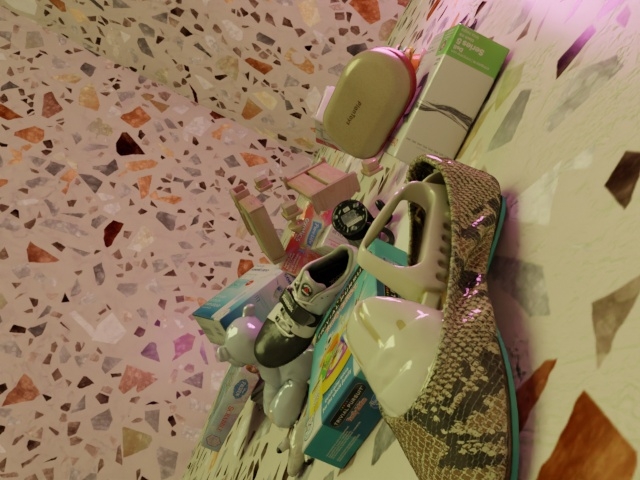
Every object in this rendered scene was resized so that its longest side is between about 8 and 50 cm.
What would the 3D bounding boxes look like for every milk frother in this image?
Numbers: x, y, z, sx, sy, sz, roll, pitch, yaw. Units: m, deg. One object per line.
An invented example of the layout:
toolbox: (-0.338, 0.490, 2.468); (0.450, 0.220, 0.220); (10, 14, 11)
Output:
milk frother: (0.108, -0.010, 1.267); (0.135, 0.129, 0.143); (41, -142, -64)

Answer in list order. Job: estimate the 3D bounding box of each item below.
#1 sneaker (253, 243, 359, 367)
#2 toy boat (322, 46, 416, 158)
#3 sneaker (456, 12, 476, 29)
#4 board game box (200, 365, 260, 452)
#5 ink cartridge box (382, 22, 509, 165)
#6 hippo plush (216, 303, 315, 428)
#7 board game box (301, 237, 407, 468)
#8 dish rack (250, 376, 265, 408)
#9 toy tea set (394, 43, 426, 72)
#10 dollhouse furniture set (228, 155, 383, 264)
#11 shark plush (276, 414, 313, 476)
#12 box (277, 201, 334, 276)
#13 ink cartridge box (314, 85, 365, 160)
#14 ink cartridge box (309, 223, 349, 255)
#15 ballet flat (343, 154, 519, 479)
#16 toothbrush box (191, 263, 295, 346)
sneaker: (-0.036, 0.128, 1.203); (0.330, 0.122, 0.146); (-48, -27, -6)
toy boat: (0.117, -0.289, 1.157); (0.151, 0.151, 0.231); (-34, -17, -43)
sneaker: (0.331, -0.487, 1.417); (0.170, 0.051, 0.089); (-52, 14, 36)
board game box: (-0.259, 0.444, 1.778); (0.317, 0.066, 0.318); (-62, 8, 24)
ink cartridge box: (0.238, -0.276, 1.135); (0.272, 0.115, 0.198); (-64, 8, 11)
hippo plush: (-0.135, 0.297, 1.333); (0.234, 0.237, 0.294); (-67, 9, -17)
board game box: (0.068, 0.180, 0.989); (0.253, 0.079, 0.336); (-60, 10, 25)
dish rack: (-0.137, 0.359, 1.741); (0.333, 0.072, 0.285); (127, 165, -57)
toy tea set: (0.262, -0.441, 1.610); (0.200, 0.124, 0.335); (66, -141, -61)
dollhouse furniture set: (-0.031, -0.109, 1.560); (0.356, 0.173, 0.303); (-29, 30, -13)
shark plush: (-0.036, 0.386, 1.123); (0.067, 0.073, 0.161); (77, -159, -51)
box: (0.000, 0.000, 1.607); (0.256, 0.123, 0.128); (-66, -29, -9)
ink cartridge box: (0.092, -0.369, 1.807); (0.283, 0.207, 0.117); (74, -142, -86)
ink cartridge box: (0.053, 0.015, 1.427); (0.067, 0.115, 0.198); (-65, 10, -8)
ballet flat: (0.120, 0.065, 0.658); (0.164, 0.182, 0.482); (-54, 13, 45)
toothbrush box: (-0.225, 0.204, 1.783); (0.296, 0.126, 0.216); (-36, 19, -29)
